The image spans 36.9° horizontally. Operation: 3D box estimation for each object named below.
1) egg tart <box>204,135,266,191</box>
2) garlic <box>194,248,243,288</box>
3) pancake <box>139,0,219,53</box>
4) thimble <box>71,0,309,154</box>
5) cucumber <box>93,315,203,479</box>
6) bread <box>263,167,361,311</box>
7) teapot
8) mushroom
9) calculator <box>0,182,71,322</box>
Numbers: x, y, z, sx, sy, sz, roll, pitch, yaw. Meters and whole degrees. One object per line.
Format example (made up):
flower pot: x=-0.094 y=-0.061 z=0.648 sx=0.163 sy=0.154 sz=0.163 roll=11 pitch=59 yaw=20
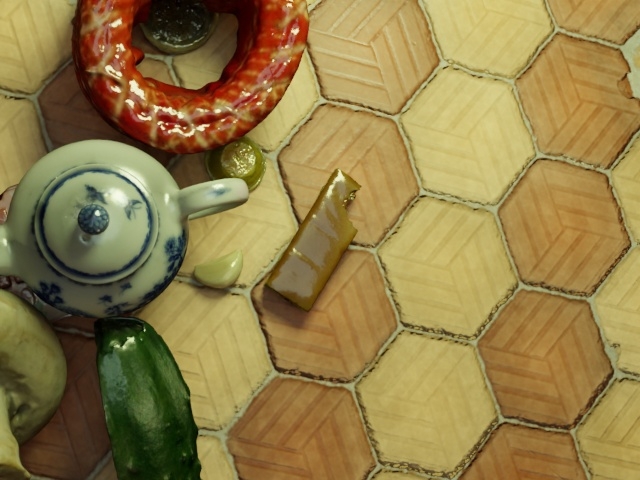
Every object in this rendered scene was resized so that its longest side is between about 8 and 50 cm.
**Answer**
egg tart: x=-0.135 y=-0.127 z=1.545 sx=0.105 sy=0.039 sz=0.105 roll=2 pitch=83 yaw=-12
garlic: x=-0.158 y=0.049 z=1.522 sx=0.083 sy=0.041 sz=0.053 roll=-17 pitch=82 yaw=-5
pancake: x=-0.232 y=-0.372 z=1.560 sx=0.140 sy=0.022 sz=0.139 roll=1 pitch=84 yaw=-11
thimble: x=-0.205 y=-0.304 z=1.436 sx=0.350 sy=0.230 sz=0.349 roll=-1 pitch=95 yaw=-16
cucumber: x=-0.250 y=0.267 z=1.395 sx=0.145 sy=0.105 sz=0.325 roll=-12 pitch=107 yaw=-14
bread: x=0.000 y=0.000 z=1.551 sx=0.088 sy=0.049 sz=0.226 roll=34 pitch=78 yaw=-6
teapot: x=-0.305 y=-0.019 z=1.329 sx=0.424 sy=0.280 sz=0.252 roll=-14 pitch=88 yaw=-11
mushroom: x=-0.479 y=0.213 z=1.299 sx=0.298 sy=0.297 sz=0.290 roll=-30 pitch=46 yaw=-12
calculator: x=-0.436 y=0.020 z=1.471 sx=0.330 sy=0.048 sz=0.220 roll=-18 pitch=89 yaw=-10
